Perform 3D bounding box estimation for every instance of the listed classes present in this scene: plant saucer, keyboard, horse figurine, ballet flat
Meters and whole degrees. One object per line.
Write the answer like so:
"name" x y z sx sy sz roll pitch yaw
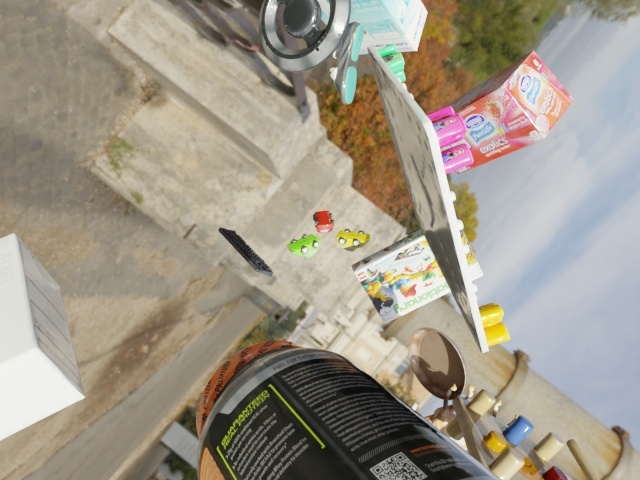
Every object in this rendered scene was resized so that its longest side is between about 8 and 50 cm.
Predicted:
"plant saucer" 0.265 0.271 1.150 0.029 0.168 0.168 -14 153 -34
"keyboard" -0.196 0.030 1.400 0.023 0.180 0.108 -48 156 5
"horse figurine" 0.333 0.415 1.176 0.174 0.263 0.066 -58 -168 24
"ballet flat" 0.062 -0.453 1.320 0.074 0.074 0.203 -40 140 -73

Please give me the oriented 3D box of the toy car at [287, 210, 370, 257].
"toy car" 0.000 0.000 1.535 0.225 0.239 0.053 -24 127 -31

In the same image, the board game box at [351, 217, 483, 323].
"board game box" 0.263 0.080 1.397 0.305 0.193 0.053 -28 -156 8

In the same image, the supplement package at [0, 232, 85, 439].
"supplement package" -0.339 0.099 0.549 0.105 0.179 0.105 -25 139 -14

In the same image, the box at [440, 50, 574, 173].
"box" 0.345 -0.246 1.034 0.122 0.128 0.257 -48 -169 -21

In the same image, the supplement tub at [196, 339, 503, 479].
"supplement tub" 0.016 0.215 0.428 0.193 0.193 0.316 -52 -146 -7

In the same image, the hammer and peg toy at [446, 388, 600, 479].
"hammer and peg toy" 0.427 0.467 1.011 0.127 0.361 0.266 -55 -172 16

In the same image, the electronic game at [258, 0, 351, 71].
"electronic game" -0.038 -0.476 1.097 0.229 0.229 0.048 -54 156 22

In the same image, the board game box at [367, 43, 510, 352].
"board game box" 0.182 -0.086 0.824 0.050 0.390 0.390 -19 -147 7

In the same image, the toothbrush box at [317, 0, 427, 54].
"toothbrush box" 0.115 -0.618 1.335 0.295 0.216 0.126 24 79 -55
